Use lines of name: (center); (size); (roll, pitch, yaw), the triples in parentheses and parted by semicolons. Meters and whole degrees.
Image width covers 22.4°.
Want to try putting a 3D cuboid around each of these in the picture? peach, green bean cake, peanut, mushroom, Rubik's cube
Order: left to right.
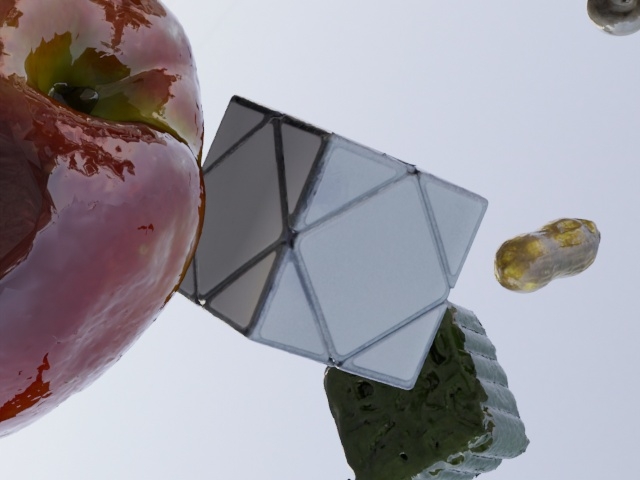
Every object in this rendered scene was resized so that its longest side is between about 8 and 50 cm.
peach: (-0.263, -0.027, 1.135); (0.406, 0.335, 0.310); (-34, -168, 5)
Rubik's cube: (0.000, 0.000, 1.556); (0.205, 0.205, 0.207); (29, -83, 55)
green bean cake: (0.143, 0.235, 2.326); (0.247, 0.156, 0.250); (-30, -115, 24)
peanut: (0.318, 0.020, 2.259); (0.207, 0.087, 0.087); (-19, 178, -43)
mushroom: (0.372, -0.300, 2.008); (0.085, 0.079, 0.085); (-4, -121, 7)
